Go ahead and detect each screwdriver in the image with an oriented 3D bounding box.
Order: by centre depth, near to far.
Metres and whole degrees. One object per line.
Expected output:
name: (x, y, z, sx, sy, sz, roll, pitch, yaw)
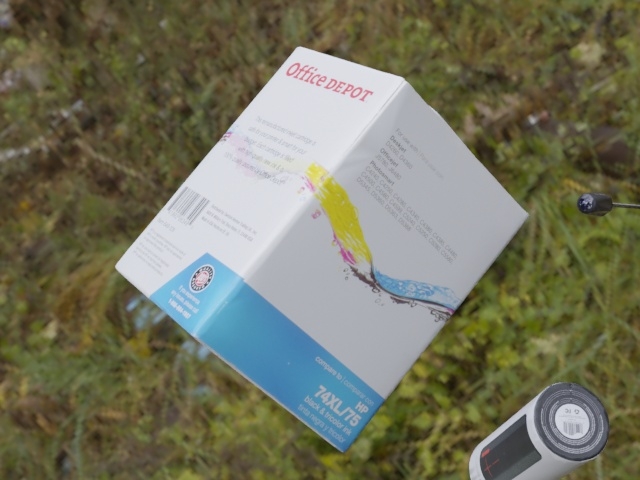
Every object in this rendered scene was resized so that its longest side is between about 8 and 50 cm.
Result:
screwdriver: (0.285, -0.034, 1.204, 0.025, 0.024, 0.170, -4, -2, 27)

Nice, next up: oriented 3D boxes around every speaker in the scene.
speaker: (0.150, 0.145, 0.859, 0.055, 0.055, 0.136, -51, -5, -27)

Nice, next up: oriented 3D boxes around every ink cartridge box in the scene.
ink cartridge box: (0.000, 0.000, 1.095, 0.270, 0.197, 0.198, -51, 32, -5)
